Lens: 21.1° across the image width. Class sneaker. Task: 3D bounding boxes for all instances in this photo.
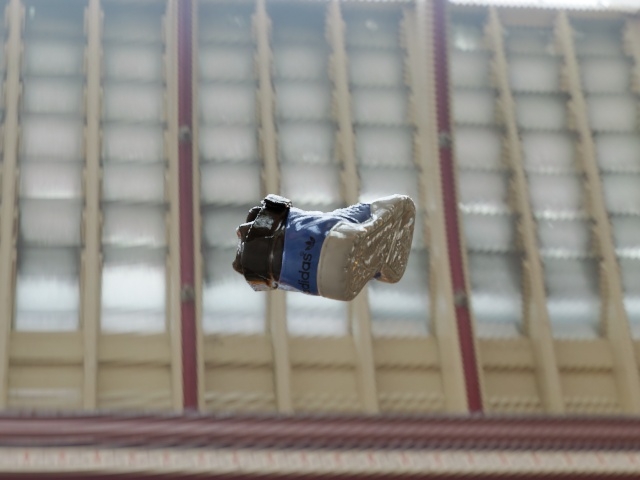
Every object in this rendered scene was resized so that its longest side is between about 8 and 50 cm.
[{"bbox_3d":[0.000,-0.001,1.012,0.084,0.152,0.058,11,-75,18],"label":"sneaker"}]
